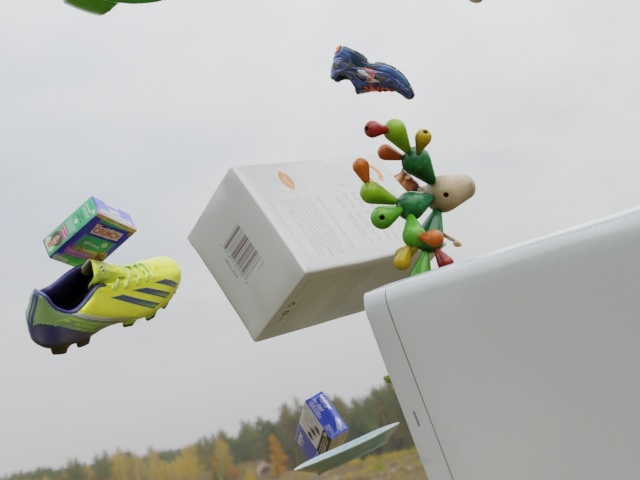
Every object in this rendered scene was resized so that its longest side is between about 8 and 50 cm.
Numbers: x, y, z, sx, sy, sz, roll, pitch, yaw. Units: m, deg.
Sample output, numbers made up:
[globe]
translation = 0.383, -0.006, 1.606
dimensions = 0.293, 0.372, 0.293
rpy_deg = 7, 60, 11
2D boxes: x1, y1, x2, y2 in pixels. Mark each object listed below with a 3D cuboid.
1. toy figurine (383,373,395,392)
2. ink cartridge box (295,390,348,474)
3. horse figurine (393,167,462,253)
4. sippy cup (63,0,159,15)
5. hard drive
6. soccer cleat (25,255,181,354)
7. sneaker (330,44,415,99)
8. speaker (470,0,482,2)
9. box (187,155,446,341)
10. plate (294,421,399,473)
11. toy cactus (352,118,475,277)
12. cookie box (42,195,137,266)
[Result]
[toy figurine]
translation = 0.240, 0.196, 1.653
dimensions = 0.191, 0.217, 0.362
rpy_deg = -5, -21, 18
[ink cartridge box]
translation = 0.001, 0.398, 1.715
dimensions = 0.046, 0.097, 0.207
rpy_deg = -26, -27, -23
[horse figurine]
translation = 0.136, 0.010, 1.567
dimensions = 0.263, 0.174, 0.066
rpy_deg = -47, 8, 31
[sippy cup]
translation = -0.208, -0.415, 0.908
dimensions = 0.305, 0.224, 0.240
rpy_deg = -24, -48, 14
[hard drive]
translation = 0.188, 0.110, 0.601
dimensions = 0.047, 0.233, 0.353
rpy_deg = -19, -2, -38
[soccer cleat]
translation = -0.323, 0.074, 1.298
dimensions = 0.093, 0.121, 0.289
rpy_deg = 24, 33, 30
[sneaker]
translation = 0.120, -0.373, 1.951
dimensions = 0.221, 0.087, 0.083
rpy_deg = 27, 2, 19
[speaker]
translation = 0.407, -0.644, 2.055
dimensions = 0.055, 0.055, 0.136
rpy_deg = -6, -16, -16
[box]
translation = 0.000, 0.000, 1.354
dimensions = 0.345, 0.215, 0.168
rpy_deg = -10, -34, -46
[plate]
translation = 0.047, 0.342, 1.355
dimensions = 0.188, 0.024, 0.188
rpy_deg = -22, -11, -5
[toy cactus]
translation = 0.136, -0.056, 1.064
dimensions = 0.180, 0.219, 0.112
rpy_deg = -19, 1, -40
[cookie box]
translation = -0.351, -0.008, 1.275
dimensions = 0.107, 0.040, 0.092
rpy_deg = -41, -31, 11
